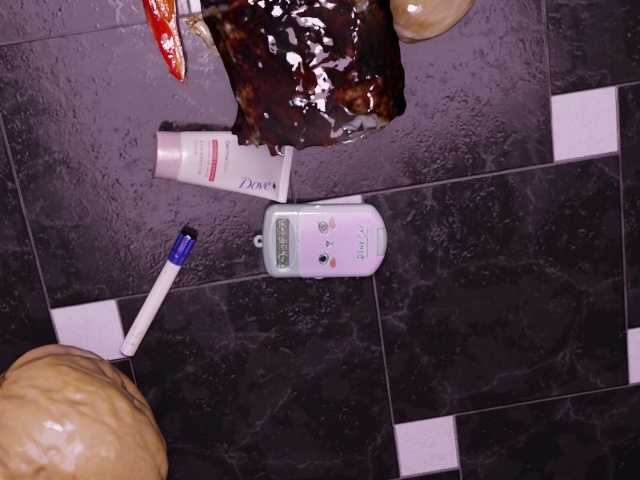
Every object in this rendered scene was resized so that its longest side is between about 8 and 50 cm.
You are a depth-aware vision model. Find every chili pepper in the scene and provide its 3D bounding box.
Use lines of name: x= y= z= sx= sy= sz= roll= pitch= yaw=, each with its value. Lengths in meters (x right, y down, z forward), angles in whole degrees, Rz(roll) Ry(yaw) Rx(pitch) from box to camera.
chili pepper: x=-0.268 y=-0.390 z=1.457 sx=0.059 sy=0.050 sz=0.268 roll=-28 pitch=113 yaw=-40

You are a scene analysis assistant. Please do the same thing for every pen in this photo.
pen: x=-0.302 y=0.102 z=1.616 sx=0.033 sy=0.033 sz=0.269 roll=27 pitch=103 yaw=-12

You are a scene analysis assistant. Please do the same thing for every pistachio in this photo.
pistachio: x=0.180 y=-0.398 z=1.464 sx=0.185 sy=0.108 sz=0.126 roll=-19 pitch=67 yaw=-5

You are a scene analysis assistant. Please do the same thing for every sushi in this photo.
sushi: x=-0.017 y=-0.303 z=1.376 sx=0.299 sy=0.281 sz=0.294 roll=-3 pitch=108 yaw=26

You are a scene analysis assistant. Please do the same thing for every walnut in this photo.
walnut: x=-0.454 y=0.378 z=1.550 sx=0.383 sy=0.383 sz=0.384 roll=-1 pitch=108 yaw=-4

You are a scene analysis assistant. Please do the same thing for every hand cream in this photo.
hand cream: x=-0.169 y=-0.136 z=1.535 sx=0.247 sy=0.083 sz=0.133 roll=2 pitch=110 yaw=-15

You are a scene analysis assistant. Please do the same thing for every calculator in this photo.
calculator: x=0.000 y=0.000 z=1.602 sx=0.246 sy=0.045 sz=0.141 roll=0 pitch=107 yaw=-4

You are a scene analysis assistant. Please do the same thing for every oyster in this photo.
oyster: x=-0.188 y=-0.352 z=1.490 sx=0.080 sy=0.038 sz=0.083 roll=-3 pitch=134 yaw=7
